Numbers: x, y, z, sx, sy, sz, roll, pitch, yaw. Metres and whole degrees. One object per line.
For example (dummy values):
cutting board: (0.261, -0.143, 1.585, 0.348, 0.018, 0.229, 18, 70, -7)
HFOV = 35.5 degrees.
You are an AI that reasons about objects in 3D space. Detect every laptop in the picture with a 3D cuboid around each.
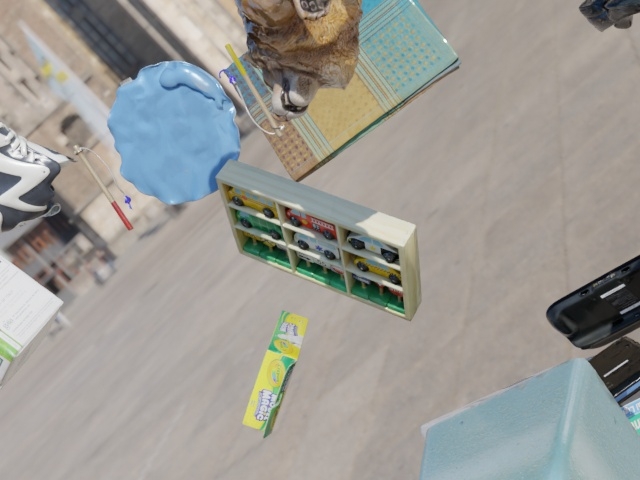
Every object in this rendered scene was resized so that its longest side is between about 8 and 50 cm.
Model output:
laptop: (0.427, 0.271, 1.558, 0.234, 0.137, 0.264, -36, 6, 0)

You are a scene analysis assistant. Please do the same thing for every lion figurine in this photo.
lion figurine: (-0.096, -0.272, 0.890, 0.142, 0.392, 0.240, -53, 21, -10)

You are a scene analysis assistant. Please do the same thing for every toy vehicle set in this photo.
toy vehicle set: (0.000, 0.000, 1.267, 0.035, 0.266, 0.166, -56, -26, -28)

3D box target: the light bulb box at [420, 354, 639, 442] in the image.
light bulb box: (0.441, 0.387, 1.949, 0.357, 0.225, 0.361, -20, -9, -20)

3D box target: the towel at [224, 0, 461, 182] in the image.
towel: (0.034, -0.314, 1.803, 0.370, 0.271, 0.040, -36, -13, 15)

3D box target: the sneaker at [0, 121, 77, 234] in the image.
sneaker: (-0.400, -0.128, 1.302, 0.153, 0.235, 0.094, -9, 7, -13)

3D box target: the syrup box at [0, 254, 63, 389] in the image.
syrup box: (-0.418, 0.049, 1.118, 0.093, 0.237, 0.096, -49, 6, 47)

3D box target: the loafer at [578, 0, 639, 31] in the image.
loafer: (0.481, -0.367, 1.590, 0.062, 0.061, 0.170, -40, 16, -5)

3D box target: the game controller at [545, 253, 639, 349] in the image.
game controller: (0.616, 0.116, 2.009, 0.319, 0.166, 0.067, -35, 27, 30)

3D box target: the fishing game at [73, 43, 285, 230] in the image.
fishing game: (-0.191, -0.141, 1.307, 0.264, 0.189, 0.041, -34, 2, 16)

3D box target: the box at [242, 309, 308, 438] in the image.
box: (-0.056, 0.165, 1.243, 0.179, 0.043, 0.105, -80, 9, -76)

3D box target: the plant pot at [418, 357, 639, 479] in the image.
plant pot: (0.260, 0.340, 1.179, 0.247, 0.247, 0.252, -32, 9, 29)
